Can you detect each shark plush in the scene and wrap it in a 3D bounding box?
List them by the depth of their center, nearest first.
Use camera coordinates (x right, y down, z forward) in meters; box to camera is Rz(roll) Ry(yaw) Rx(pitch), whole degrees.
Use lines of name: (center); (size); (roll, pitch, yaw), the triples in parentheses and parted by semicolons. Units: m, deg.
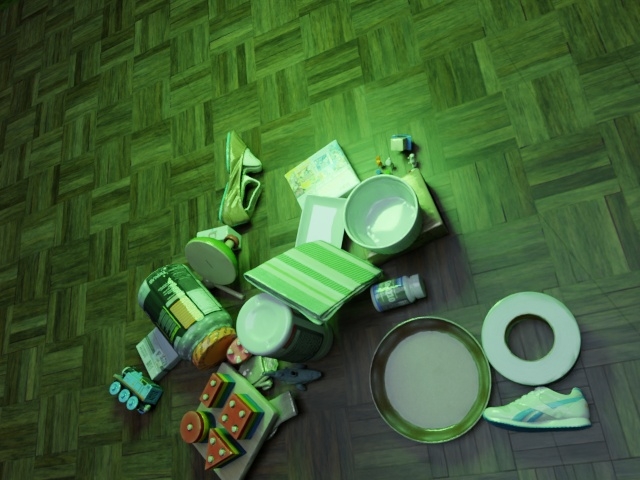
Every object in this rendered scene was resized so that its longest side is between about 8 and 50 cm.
shark plush: (-0.081, 0.365, 1.505); (0.067, 0.161, 0.073); (-33, 40, 58)

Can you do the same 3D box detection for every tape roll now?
tape roll: (0.502, 0.237, 1.295); (0.219, 0.072, 0.219); (-9, 68, 23)

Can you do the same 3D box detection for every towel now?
towel: (-0.006, 0.095, 1.443); (0.248, 0.325, 0.038); (28, 122, 24)

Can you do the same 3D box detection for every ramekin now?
ramekin: (0.174, -0.060, 1.443); (0.207, 0.109, 0.207); (-9, 68, 24)

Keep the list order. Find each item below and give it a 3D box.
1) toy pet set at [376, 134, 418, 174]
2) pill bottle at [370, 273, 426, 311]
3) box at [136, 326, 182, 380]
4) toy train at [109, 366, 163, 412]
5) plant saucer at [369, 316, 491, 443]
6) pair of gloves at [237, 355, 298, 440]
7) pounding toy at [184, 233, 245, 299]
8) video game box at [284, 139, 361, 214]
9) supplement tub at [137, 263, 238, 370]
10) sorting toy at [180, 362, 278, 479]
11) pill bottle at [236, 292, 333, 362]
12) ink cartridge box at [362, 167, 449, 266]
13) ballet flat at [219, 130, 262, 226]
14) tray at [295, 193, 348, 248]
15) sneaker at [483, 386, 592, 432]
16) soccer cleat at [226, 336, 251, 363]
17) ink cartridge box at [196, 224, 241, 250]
toy pet set: (0.235, -0.258, 1.630); (0.122, 0.065, 0.114); (8, 111, 32)
pill bottle: (0.212, 0.140, 1.472); (0.137, 0.078, 0.078); (-20, 64, 19)
box: (-0.506, 0.344, 1.783); (0.186, 0.038, 0.145); (-44, 59, 7)
toy train: (-0.602, 0.483, 1.761); (0.184, 0.080, 0.105); (24, 75, 33)
plant saucer: (0.278, 0.351, 1.380); (0.311, 0.050, 0.310); (-9, 68, 24)
pair of gloves: (-0.175, 0.454, 1.575); (0.204, 0.042, 0.240); (-41, 54, 14)
pounding toy: (-0.314, 0.057, 1.715); (0.183, 0.236, 0.110); (12, 45, 23)
video game box: (0.009, -0.188, 1.711); (0.205, 0.048, 0.187); (-33, 64, 13)
supplement tub: (-0.403, 0.236, 1.671); (0.193, 0.193, 0.316); (-48, 64, 4)
sorting toy: (-0.281, 0.521, 1.539); (0.257, 0.089, 0.255); (31, 95, 39)
pill bottle: (-0.085, 0.246, 1.462); (0.161, 0.283, 0.161); (-9, 69, 24)
ink cartridge box: (0.216, -0.063, 1.538); (0.235, 0.088, 0.193); (-26, 61, 17)
ballet flat: (-0.262, -0.209, 1.829); (0.124, 0.116, 0.342); (1, 72, 6)
tray: (0.000, 0.000, 1.631); (0.145, 0.030, 0.270); (10, 86, 21)
sneaker: (0.491, 0.388, 1.246); (0.229, 0.087, 0.092); (-7, 62, 17)
soccer cleat: (-0.181, 0.274, 1.624); (0.248, 0.095, 0.083); (-43, 89, -11)
ink cartridge box: (-0.333, 0.001, 1.789); (0.122, 0.088, 0.052); (-11, 61, 23)
